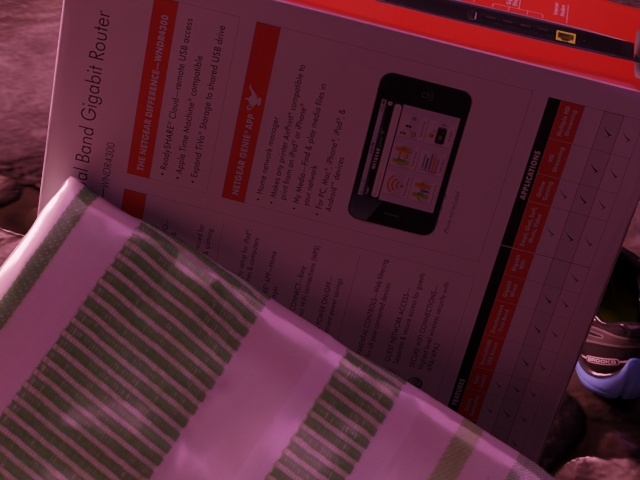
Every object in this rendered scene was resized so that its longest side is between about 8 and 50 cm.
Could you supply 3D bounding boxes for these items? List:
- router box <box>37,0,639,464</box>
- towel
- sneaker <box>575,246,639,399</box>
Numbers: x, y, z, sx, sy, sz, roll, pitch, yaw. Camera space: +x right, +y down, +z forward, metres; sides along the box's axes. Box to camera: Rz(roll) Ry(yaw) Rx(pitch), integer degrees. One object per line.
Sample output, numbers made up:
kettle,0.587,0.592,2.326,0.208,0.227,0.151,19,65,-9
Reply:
router box,0.000,0.000,0.974,0.301,0.335,0.082,15,38,0
towel,-0.057,0.145,0.882,0.325,0.038,0.248,33,72,4
sneaker,0.192,0.024,1.219,0.067,0.078,0.188,4,38,-14
